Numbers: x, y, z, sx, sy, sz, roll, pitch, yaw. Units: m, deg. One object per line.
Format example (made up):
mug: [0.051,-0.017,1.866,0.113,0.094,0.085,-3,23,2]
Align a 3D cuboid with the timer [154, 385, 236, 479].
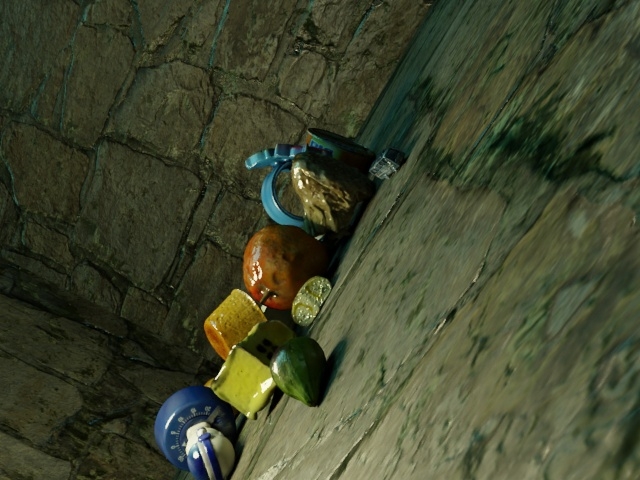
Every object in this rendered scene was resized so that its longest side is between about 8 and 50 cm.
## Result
timer: [-0.368,0.634,1.753,0.271,0.270,0.383,-63,19,-9]

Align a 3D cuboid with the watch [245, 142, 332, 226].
watch: [-0.109,-0.190,1.950,0.241,0.305,0.275,163,107,-71]

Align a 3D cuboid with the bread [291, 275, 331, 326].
bread: [-0.023,0.165,1.626,0.157,0.083,0.094,-60,-6,26]

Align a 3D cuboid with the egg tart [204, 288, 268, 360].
egg tart: [-0.257,0.268,1.740,0.170,0.215,0.215,-31,-11,-30]

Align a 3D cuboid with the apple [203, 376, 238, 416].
apple: [-0.387,0.616,2.167,0.183,0.182,0.155,-59,-1,22]

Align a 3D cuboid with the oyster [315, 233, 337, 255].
oyster: [-0.026,0.067,1.962,0.260,0.092,0.198,-64,-5,17]

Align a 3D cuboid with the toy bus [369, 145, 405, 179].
toy bus: [0.187,-0.218,1.582,0.047,0.065,0.166,-62,5,-12]

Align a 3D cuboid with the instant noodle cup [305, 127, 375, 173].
instant noodle cup: [0.046,-0.293,2.199,0.296,0.296,0.214,-80,12,-71]

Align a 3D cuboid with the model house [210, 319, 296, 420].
model house: [-0.163,0.357,1.601,0.193,0.174,0.234,-60,-13,26]

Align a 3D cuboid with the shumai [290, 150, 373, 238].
shumai: [-0.007,-0.128,1.775,0.314,0.267,0.263,7,-64,-52]

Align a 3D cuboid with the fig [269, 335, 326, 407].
fig: [-0.032,0.274,1.145,0.156,0.123,0.123,46,113,43]

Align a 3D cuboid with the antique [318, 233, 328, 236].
antique: [0.000,0.000,2.084,0.310,0.087,0.093,-56,9,38]

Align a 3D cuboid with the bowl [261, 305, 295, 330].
bowl: [-0.156,0.275,1.958,0.238,0.126,0.238,-60,6,11]

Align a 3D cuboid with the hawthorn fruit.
hawthorn fruit: [-0.120,0.099,1.729,0.277,0.277,0.298,-57,0,39]
